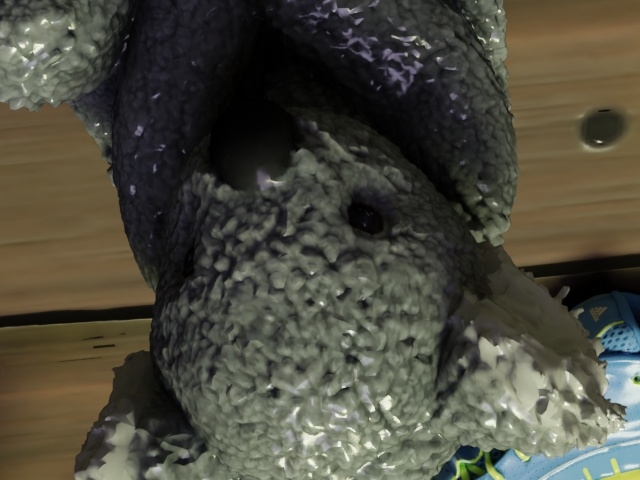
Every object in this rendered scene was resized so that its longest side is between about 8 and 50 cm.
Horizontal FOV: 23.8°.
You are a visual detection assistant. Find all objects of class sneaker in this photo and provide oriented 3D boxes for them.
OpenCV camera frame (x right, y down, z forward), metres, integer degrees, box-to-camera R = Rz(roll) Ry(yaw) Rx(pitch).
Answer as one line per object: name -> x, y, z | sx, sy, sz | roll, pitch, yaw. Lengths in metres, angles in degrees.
sneaker -> 0.099, 0.083, 0.687 | 0.240, 0.091, 0.126 | -11, 113, 3

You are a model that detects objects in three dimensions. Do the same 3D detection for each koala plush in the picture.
koala plush -> 0.000, 0.000, 0.494 | 0.196, 0.221, 0.203 | -14, 131, 4
